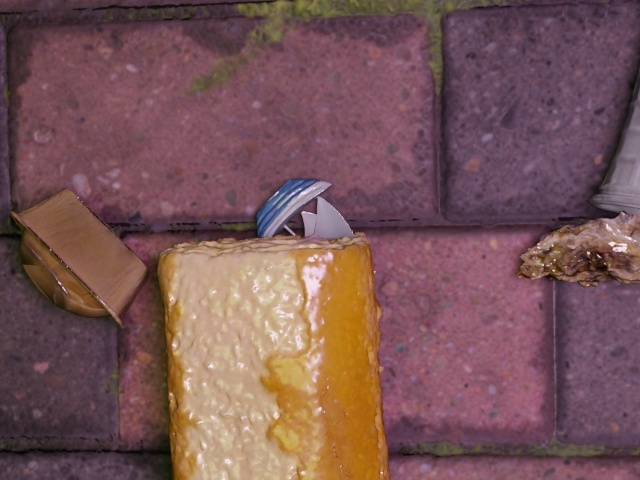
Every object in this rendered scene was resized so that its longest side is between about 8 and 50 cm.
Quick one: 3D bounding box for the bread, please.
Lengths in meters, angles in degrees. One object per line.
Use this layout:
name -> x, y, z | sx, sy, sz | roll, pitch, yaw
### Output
bread -> -0.042, 0.180, 1.277 | 0.236, 0.165, 0.375 | -5, 92, 9

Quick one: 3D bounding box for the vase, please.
vase -> 0.380, -0.170, 1.243 | 0.143, 0.143, 0.299 | 12, 89, 6

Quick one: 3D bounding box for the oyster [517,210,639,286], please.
oyster -> 0.296, 0.020, 1.275 | 0.165, 0.108, 0.053 | -9, 59, 34

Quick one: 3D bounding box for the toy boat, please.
toy boat -> 0.000, -0.012, 1.335 | 0.149, 0.034, 0.105 | 23, 99, 8

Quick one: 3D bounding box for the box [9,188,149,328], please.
box -> -0.273, 0.024, 1.338 | 0.111, 0.111, 0.177 | -45, 86, 6
